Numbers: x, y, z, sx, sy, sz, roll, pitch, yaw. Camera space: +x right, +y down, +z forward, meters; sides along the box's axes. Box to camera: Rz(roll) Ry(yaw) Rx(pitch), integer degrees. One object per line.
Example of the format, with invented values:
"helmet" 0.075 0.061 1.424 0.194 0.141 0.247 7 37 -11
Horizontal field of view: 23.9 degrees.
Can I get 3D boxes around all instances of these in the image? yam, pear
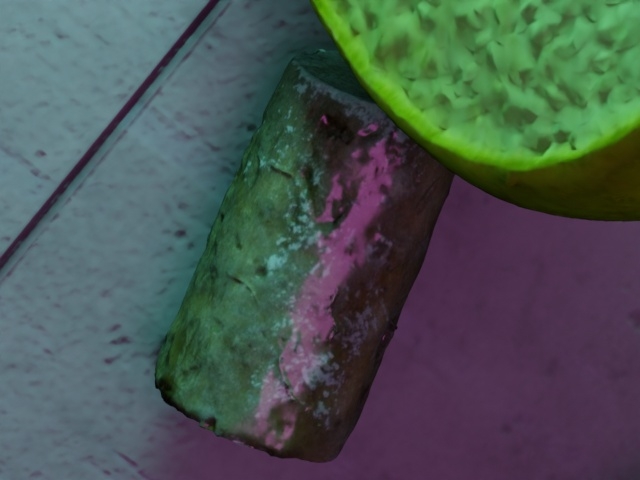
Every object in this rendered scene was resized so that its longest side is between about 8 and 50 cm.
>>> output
"yam" 0.000 0.000 0.735 0.107 0.107 0.194 21 96 -25
"pear" 0.161 -0.170 0.686 0.318 0.238 0.342 -4 66 -37
